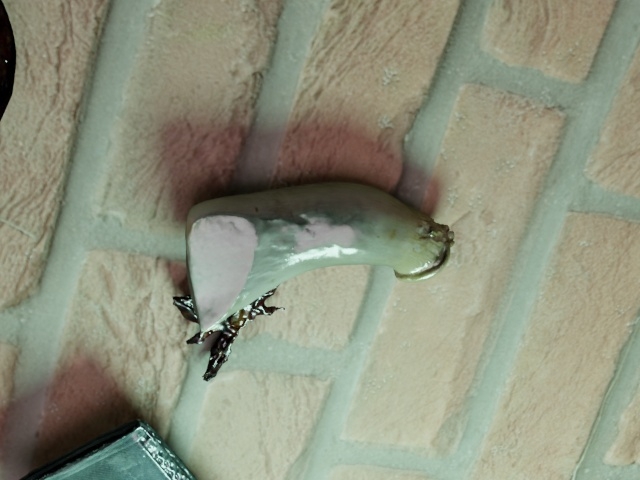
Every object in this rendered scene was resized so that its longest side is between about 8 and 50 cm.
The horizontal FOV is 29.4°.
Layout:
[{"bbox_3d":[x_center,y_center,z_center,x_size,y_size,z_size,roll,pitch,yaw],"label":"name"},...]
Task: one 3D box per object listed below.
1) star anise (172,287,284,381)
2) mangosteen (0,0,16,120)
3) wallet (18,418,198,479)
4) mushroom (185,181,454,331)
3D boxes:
[{"bbox_3d":[-0.144,0.098,1.796,0.212,0.053,0.157,-42,121,9],"label":"star anise"},{"bbox_3d":[-0.508,-0.214,1.431,0.293,0.297,0.297,11,114,7],"label":"mangosteen"},{"bbox_3d":[-0.281,0.428,1.852,0.237,0.075,0.342,-30,121,6],"label":"wallet"},{"bbox_3d":[0.001,0.000,1.740,0.397,0.126,0.177,-11,102,-15],"label":"mushroom"}]
